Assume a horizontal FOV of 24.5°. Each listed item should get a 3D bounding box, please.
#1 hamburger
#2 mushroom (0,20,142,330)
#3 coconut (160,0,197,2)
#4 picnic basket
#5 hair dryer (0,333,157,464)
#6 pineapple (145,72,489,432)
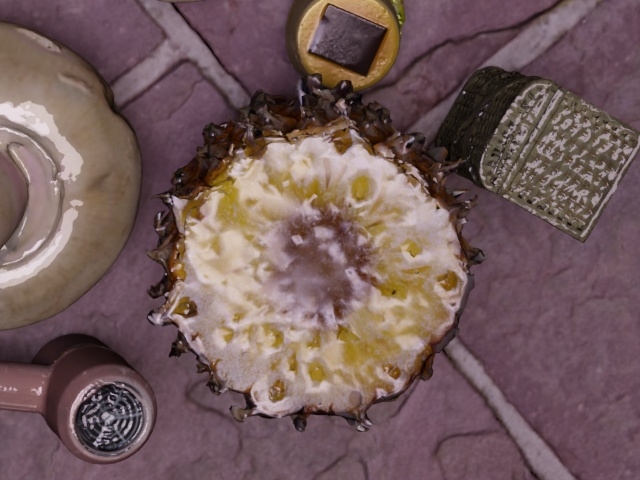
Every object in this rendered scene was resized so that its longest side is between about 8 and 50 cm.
[{"bbox_3d":[0.026,-0.225,1.567,0.126,0.081,0.141,5,109,-8],"label":"hamburger"},{"bbox_3d":[-0.357,-0.044,1.458,0.356,0.315,0.315,-44,107,-35],"label":"mushroom"},{"bbox_3d":[-0.144,-0.308,1.516,0.110,0.110,0.124,-6,104,-8],"label":"coconut"},{"bbox_3d":[0.220,-0.103,1.563,0.154,0.196,0.134,30,95,-13],"label":"picnic basket"},{"bbox_3d":[-0.349,0.150,1.491,0.344,0.189,0.107,7,96,-22],"label":"hair dryer"},{"bbox_3d":[-0.003,0.000,1.486,0.352,0.300,0.352,0,108,0],"label":"pineapple"}]
